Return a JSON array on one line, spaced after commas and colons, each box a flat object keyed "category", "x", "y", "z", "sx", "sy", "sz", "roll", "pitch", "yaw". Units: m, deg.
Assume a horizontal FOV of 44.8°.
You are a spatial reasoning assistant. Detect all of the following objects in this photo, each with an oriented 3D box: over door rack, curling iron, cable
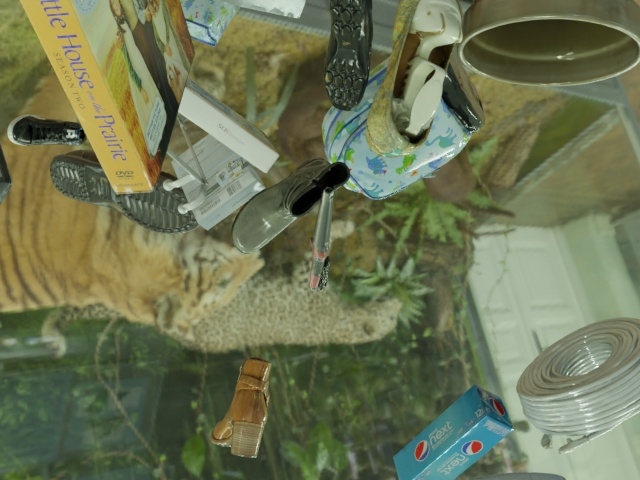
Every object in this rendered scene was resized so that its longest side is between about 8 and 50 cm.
[{"category": "over door rack", "x": -0.318, "y": -0.217, "z": 1.416, "sx": 0.108, "sy": 0.324, "sz": 0.239, "roll": -31, "pitch": 130, "yaw": 16}, {"category": "curling iron", "x": 0.000, "y": 0.000, "z": 1.347, "sx": 0.035, "sy": 0.068, "sz": 0.274, "roll": 9, "pitch": 145, "yaw": 4}, {"category": "cable", "x": 0.450, "y": 0.224, "z": 1.293, "sx": 0.257, "sy": 0.089, "sz": 0.257, "roll": -30, "pitch": -172, "yaw": 9}]

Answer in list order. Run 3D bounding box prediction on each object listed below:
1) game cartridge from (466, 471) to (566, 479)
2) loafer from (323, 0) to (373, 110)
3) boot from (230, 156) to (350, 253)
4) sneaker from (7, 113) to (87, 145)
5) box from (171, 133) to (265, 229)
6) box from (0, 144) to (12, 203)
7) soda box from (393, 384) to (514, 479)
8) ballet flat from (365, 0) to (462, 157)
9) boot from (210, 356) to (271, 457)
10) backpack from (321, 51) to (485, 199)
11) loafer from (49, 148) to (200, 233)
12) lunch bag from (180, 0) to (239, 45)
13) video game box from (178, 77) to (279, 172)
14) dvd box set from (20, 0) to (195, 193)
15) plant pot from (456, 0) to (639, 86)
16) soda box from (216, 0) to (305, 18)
[{"category": "game cartridge", "x": 0.309, "y": 0.517, "z": 1.371, "sx": 0.294, "sy": 0.196, "sz": 0.060, "roll": -15, "pitch": 134, "yaw": 7}, {"category": "loafer", "x": 0.049, "y": -0.307, "z": 1.215, "sx": 0.076, "sy": 0.078, "sz": 0.223, "roll": 15, "pitch": 135, "yaw": 14}, {"category": "boot", "x": -0.062, "y": -0.064, "z": 1.399, "sx": 0.246, "sy": 0.083, "sz": 0.161, "roll": -42, "pitch": -167, "yaw": -1}, {"category": "sneaker", "x": -0.696, "y": -0.286, "z": 2.025, "sx": 0.121, "sy": 0.079, "sz": 0.217, "roll": 8, "pitch": -168, "yaw": 22}, {"category": "box", "x": -0.206, "y": -0.131, "z": 1.541, "sx": 0.145, "sy": 0.186, "sz": 0.038, "roll": -36, "pitch": 144, "yaw": 7}, {"category": "box", "x": -0.677, "y": -0.222, "z": 1.169, "sx": 0.318, "sy": 0.395, "sz": 0.097, "roll": -3, "pitch": 150, "yaw": -46}, {"category": "soda box", "x": 0.218, "y": 0.338, "z": 1.291, "sx": 0.067, "sy": 0.071, "sz": 0.210, "roll": 30, "pitch": 116, "yaw": -26}, {"category": "ballet flat", "x": 0.170, "y": -0.300, "z": 1.264, "sx": 0.123, "sy": 0.349, "sz": 0.123, "roll": 18, "pitch": 179, "yaw": 0}, {"category": "boot", "x": -0.186, "y": 0.384, "z": 1.846, "sx": 0.108, "sy": 0.220, "sz": 0.283, "roll": 11, "pitch": 170, "yaw": -10}, {"category": "backpack", "x": 0.171, "y": -0.260, "z": 1.754, "sx": 0.355, "sy": 0.274, "sz": 0.290, "roll": -20, "pitch": 138, "yaw": 22}, {"category": "loafer", "x": -0.405, "y": -0.131, "z": 1.691, "sx": 0.365, "sy": 0.130, "sz": 0.134, "roll": 21, "pitch": 126, "yaw": 11}, {"category": "lunch bag", "x": -0.279, "y": -0.534, "z": 1.780, "sx": 0.151, "sy": 0.129, "sz": 0.096, "roll": 24, "pitch": 165, "yaw": 19}, {"category": "video game box", "x": -0.178, "y": -0.214, "z": 1.381, "sx": 0.205, "sy": 0.187, "sz": 0.048, "roll": 34, "pitch": 101, "yaw": -21}, {"category": "dvd box set", "x": -0.260, "y": -0.311, "z": 0.955, "sx": 0.062, "sy": 0.308, "sz": 0.421, "roll": -1, "pitch": 140, "yaw": 9}, {"category": "plant pot", "x": 0.415, "y": -0.462, "z": 1.394, "sx": 0.322, "sy": 0.281, "sz": 0.323, "roll": 4, "pitch": 173, "yaw": 1}, {"category": "soda box", "x": -0.149, "y": -0.563, "z": 1.699, "sx": 0.286, "sy": 0.098, "sz": 0.091, "roll": -10, "pitch": 130, "yaw": -53}]
